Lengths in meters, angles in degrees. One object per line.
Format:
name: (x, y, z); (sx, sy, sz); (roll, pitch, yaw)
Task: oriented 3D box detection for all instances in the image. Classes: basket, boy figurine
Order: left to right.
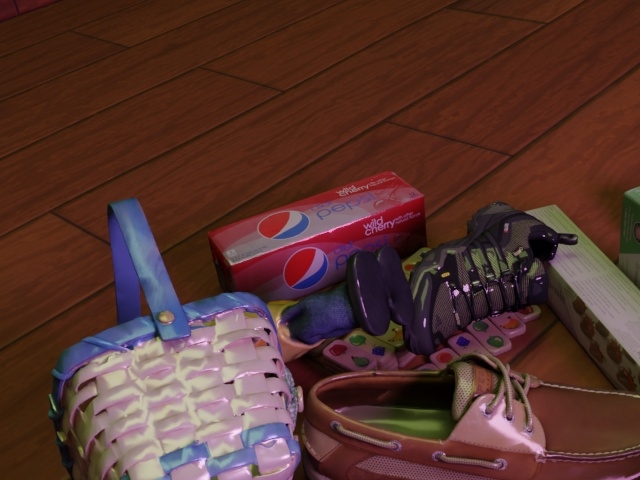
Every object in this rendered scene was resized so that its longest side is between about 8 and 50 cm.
basket: (-0.131, 0.140, 0.745); (0.201, 0.255, 0.289); (-18, 51, -22)
boy figurine: (-0.043, 0.084, 0.884); (0.285, 0.092, 0.177); (-17, -4, 35)

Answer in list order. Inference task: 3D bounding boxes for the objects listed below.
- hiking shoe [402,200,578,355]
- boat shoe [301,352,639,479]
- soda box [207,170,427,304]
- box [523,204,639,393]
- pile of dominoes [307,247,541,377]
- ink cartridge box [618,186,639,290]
hiking shoe: (0.176, 0.041, 0.895); (0.114, 0.086, 0.227); (18, 50, 40)
boat shoe: (0.138, 0.166, 0.751); (0.323, 0.120, 0.123); (-5, 33, 5)
soda box: (0.000, 0.000, 1.071); (0.263, 0.083, 0.092); (-21, 35, -17)
box: (0.297, 0.068, 0.917); (0.067, 0.063, 0.324); (-13, 33, -9)
pile of dominoes: (0.115, 0.085, 0.954); (0.196, 0.040, 0.251); (22, 44, 39)
ink cartridge box: (0.393, 0.049, 0.840); (0.093, 0.154, 0.212); (-18, 34, -14)
